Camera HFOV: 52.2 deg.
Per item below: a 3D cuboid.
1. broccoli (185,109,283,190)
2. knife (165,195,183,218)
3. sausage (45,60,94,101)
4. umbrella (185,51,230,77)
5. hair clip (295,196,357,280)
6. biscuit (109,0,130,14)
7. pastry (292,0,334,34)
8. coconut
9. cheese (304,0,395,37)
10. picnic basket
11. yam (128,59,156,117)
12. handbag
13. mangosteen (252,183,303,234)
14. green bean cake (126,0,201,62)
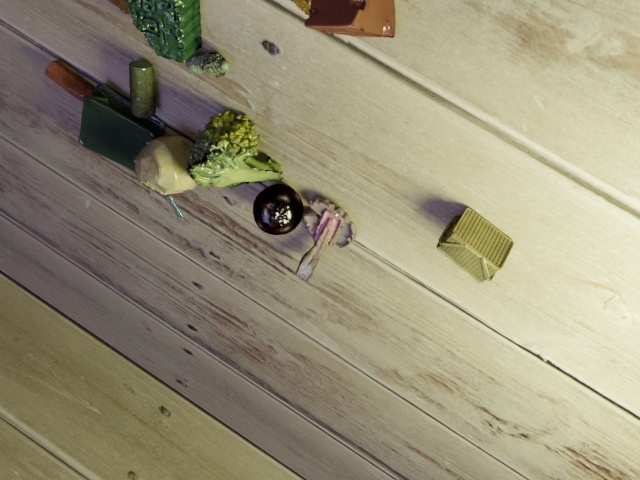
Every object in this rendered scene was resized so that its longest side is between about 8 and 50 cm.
[{"bbox_3d":[-0.244,-0.257,1.833,0.242,0.273,0.180,130,133,-60],"label":"broccoli"},{"bbox_3d":[-0.501,-0.113,2.244,0.027,0.010,0.096,-6,124,41],"label":"knife"},{"bbox_3d":[-0.775,-0.491,2.047,0.169,0.065,0.065,38,141,-2],"label":"sausage"},{"bbox_3d":[-0.293,-0.459,1.706,0.144,0.062,0.067,14,140,32],"label":"umbrella"},{"bbox_3d":[0.002,-0.003,1.919,0.173,0.069,0.300,33,131,5],"label":"hair clip"},{"bbox_3d":[-0.587,-0.750,1.657,0.270,0.051,0.375,-6,125,42],"label":"biscuit"},{"bbox_3d":[-0.007,-0.519,1.431,0.140,0.056,0.080,37,153,-2],"label":"pastry"},{"bbox_3d":[-0.442,-0.228,1.953,0.195,0.194,0.194,21,138,20],"label":"coconut"},{"bbox_3d":[0.082,-0.472,1.343,0.128,0.202,0.177,9,164,29],"label":"cheese"},{"bbox_3d":[0.381,0.012,1.607,0.164,0.115,0.079,38,143,1],"label":"picnic basket"},{"bbox_3d":[-0.515,-0.439,1.884,0.078,0.078,0.179,27,139,14],"label":"yam"},{"bbox_3d":[-0.627,-0.336,2.056,0.260,0.079,0.247,32,143,-4],"label":"handbag"},{"bbox_3d":[-0.123,-0.089,1.883,0.153,0.152,0.152,21,138,20],"label":"mangosteen"},{"bbox_3d":[-0.405,-0.561,1.642,0.194,0.107,0.208,16,142,8],"label":"green bean cake"}]
